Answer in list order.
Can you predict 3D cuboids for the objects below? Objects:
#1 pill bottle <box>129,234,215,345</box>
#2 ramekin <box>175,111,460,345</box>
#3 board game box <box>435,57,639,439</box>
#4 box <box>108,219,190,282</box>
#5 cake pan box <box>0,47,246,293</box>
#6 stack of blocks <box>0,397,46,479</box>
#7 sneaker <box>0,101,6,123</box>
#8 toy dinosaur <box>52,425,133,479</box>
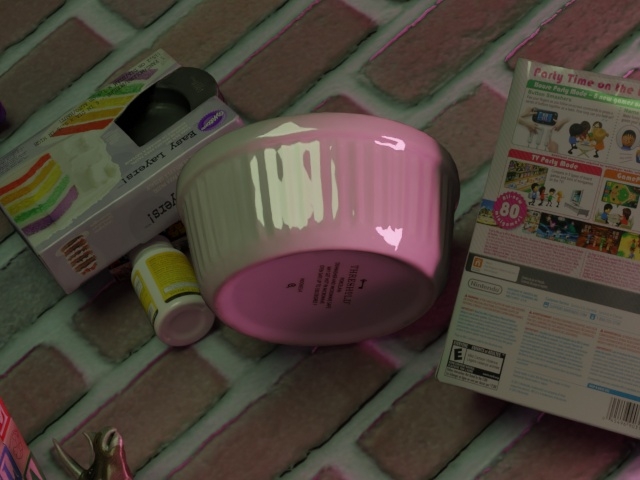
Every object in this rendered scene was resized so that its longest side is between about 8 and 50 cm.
[{"bbox_3d":[-0.156,0.048,1.965,0.065,0.065,0.116,-30,48,-1],"label":"pill bottle"},{"bbox_3d":[0.000,0.000,1.811,0.273,0.273,0.127,-11,61,15],"label":"ramekin"},{"bbox_3d":[0.250,0.008,1.710,0.224,0.097,0.303,15,90,32],"label":"board game box"},{"bbox_3d":[-0.169,-0.021,2.053,0.137,0.027,0.094,-25,48,4],"label":"box"},{"bbox_3d":[-0.214,-0.081,2.058,0.267,0.070,0.246,-34,34,-7],"label":"cake pan box"},{"bbox_3d":[-0.330,0.293,1.770,0.087,0.171,0.297,-15,31,12],"label":"stack of blocks"},{"bbox_3d":[-0.435,-0.094,2.192,0.105,0.095,0.236,12,57,22],"label":"sneaker"},{"bbox_3d":[-0.201,0.329,1.746,0.160,0.121,0.313,-1,57,38],"label":"toy dinosaur"}]
